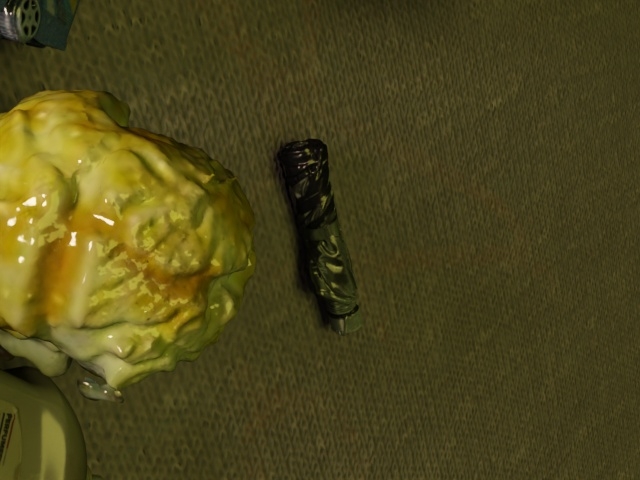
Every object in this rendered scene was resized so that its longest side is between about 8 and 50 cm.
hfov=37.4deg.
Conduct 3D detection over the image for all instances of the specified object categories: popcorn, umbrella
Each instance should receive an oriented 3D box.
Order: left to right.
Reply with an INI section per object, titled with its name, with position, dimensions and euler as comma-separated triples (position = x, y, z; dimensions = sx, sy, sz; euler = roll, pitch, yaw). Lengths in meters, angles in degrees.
[popcorn]
position = -0.131, 0.015, 0.569
dimensions = 0.198, 0.212, 0.198
euler = 15, 47, -17
[umbrella]
position = 0.000, 0.000, 0.860
dimensions = 0.050, 0.046, 0.188
euler = -24, 115, -25

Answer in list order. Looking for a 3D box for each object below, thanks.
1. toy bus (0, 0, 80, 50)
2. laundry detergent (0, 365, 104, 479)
[toy bus]
position = -0.205, -0.172, 0.505
dimensions = 0.236, 0.079, 0.094
euler = 45, 56, -80
[laundry detergent]
position = -0.236, 0.144, 0.567
dimensions = 0.253, 0.091, 0.181
euler = 26, 73, -47
